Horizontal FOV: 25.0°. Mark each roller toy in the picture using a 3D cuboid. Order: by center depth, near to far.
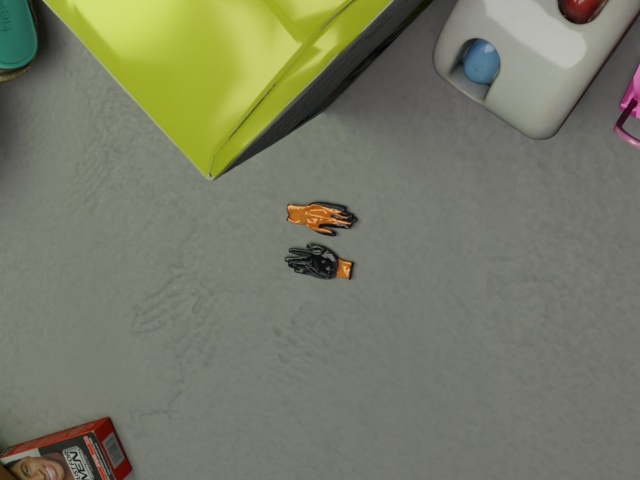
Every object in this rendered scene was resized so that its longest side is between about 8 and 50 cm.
[{"bbox_3d":[0.195,-0.203,1.279,0.146,0.191,0.209,35,112,6],"label":"roller toy"}]

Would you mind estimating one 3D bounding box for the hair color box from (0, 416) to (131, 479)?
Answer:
[{"bbox_3d":[-0.293,0.255,1.635,0.141,0.043,0.072,-19,100,22],"label":"hair color box"}]

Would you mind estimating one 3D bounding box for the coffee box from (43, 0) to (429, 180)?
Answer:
[{"bbox_3d":[-0.044,-0.311,1.243,0.338,0.334,0.337,-42,91,22],"label":"coffee box"}]

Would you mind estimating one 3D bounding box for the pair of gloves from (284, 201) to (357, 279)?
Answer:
[{"bbox_3d":[0.000,0.000,1.493,0.074,0.010,0.083,8,110,13],"label":"pair of gloves"}]

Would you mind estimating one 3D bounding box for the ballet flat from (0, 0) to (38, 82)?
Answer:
[{"bbox_3d":[-0.372,-0.331,1.465,0.123,0.123,0.348,-6,101,18],"label":"ballet flat"}]

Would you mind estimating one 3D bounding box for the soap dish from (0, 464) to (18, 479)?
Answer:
[{"bbox_3d":[-0.465,0.327,1.641,0.229,0.118,0.291,39,122,8],"label":"soap dish"}]

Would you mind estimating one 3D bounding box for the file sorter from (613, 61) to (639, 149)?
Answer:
[{"bbox_3d":[0.400,-0.187,1.227,0.202,0.182,0.291,26,111,9],"label":"file sorter"}]
